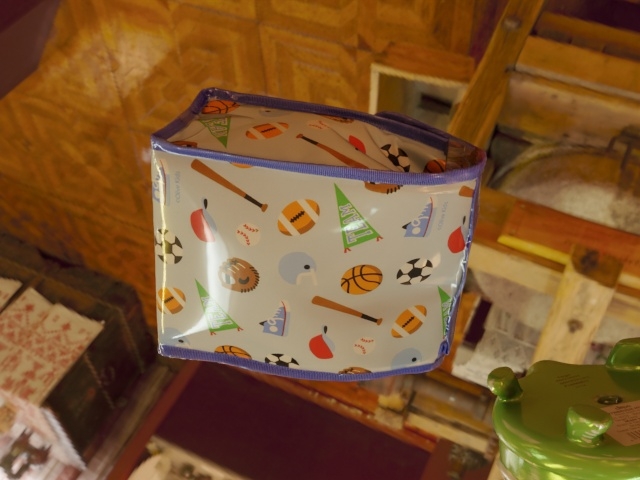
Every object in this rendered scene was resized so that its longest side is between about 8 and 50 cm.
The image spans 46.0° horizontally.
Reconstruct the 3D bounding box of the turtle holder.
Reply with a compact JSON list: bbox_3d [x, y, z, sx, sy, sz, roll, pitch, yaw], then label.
[{"bbox_3d":[0.291,0.242,0.815,0.320,0.244,0.227,2,104,52],"label":"turtle holder"}]

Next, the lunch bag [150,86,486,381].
[{"bbox_3d":[0.000,0.000,0.981,0.386,0.239,0.327,9,123,9],"label":"lunch bag"}]
